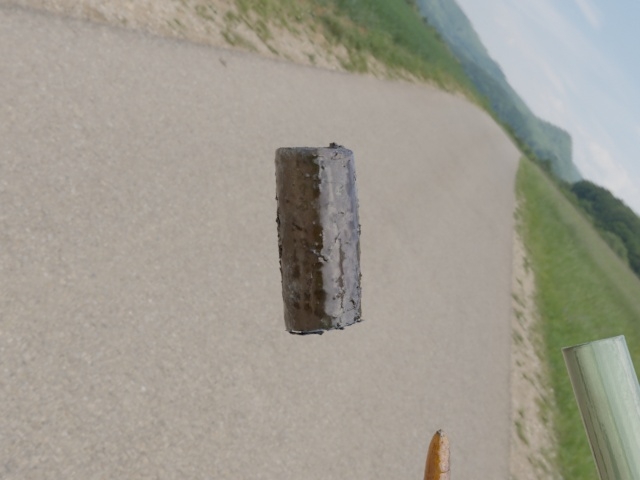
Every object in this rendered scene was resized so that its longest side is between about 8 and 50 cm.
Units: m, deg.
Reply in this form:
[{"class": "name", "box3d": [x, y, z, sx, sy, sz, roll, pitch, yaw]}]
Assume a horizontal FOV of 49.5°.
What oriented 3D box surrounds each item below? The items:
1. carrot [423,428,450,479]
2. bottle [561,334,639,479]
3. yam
[{"class": "carrot", "box3d": [0.173, 0.410, 1.054, 0.062, 0.271, 0.066, 22, 35, 33]}, {"class": "bottle", "box3d": [0.336, 0.212, 0.782, 0.072, 0.072, 0.201, 14, 61, -62]}, {"class": "yam", "box3d": [0.000, 0.000, 1.006, 0.131, 0.131, 0.279, -47, 136, -72]}]
